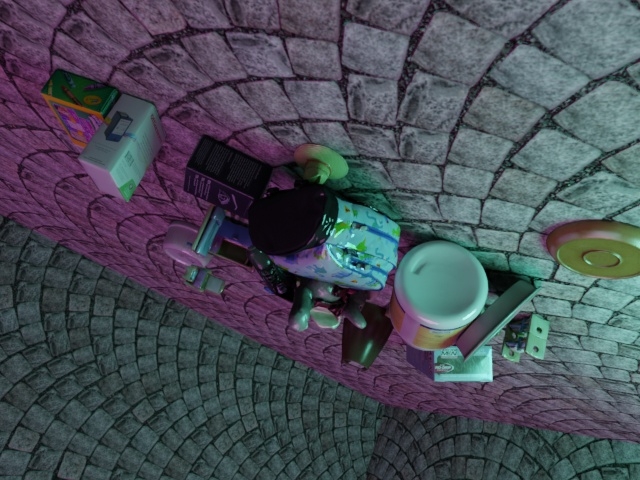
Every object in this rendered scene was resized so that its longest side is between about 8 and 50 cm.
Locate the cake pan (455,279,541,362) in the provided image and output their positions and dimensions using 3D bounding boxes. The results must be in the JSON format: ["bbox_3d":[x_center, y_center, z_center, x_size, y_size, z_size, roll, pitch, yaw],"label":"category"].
[{"bbox_3d":[0.477,0.214,1.388,0.054,0.293,0.293,46,165,22],"label":"cake pan"}]

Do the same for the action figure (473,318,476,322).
[{"bbox_3d":[0.411,0.275,1.668,0.280,0.091,0.139,29,141,46],"label":"action figure"}]

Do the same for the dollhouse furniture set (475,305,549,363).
[{"bbox_3d":[0.590,0.290,1.599,0.183,0.129,0.129,25,156,-9],"label":"dollhouse furniture set"}]

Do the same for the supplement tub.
[{"bbox_3d":[0.317,0.171,1.430,0.240,0.241,0.331,16,157,11],"label":"supplement tub"}]

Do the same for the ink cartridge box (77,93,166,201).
[{"bbox_3d":[-0.486,-0.230,1.270,0.093,0.213,0.154,22,158,5],"label":"ink cartridge box"}]

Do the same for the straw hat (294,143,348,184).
[{"bbox_3d":[-0.009,-0.161,1.210,0.144,0.061,0.144,18,156,8],"label":"straw hat"}]

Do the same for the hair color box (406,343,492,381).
[{"bbox_3d":[0.422,0.388,1.728,0.185,0.114,0.374,1,175,-3],"label":"hair color box"}]

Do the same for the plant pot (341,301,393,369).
[{"bbox_3d":[0.173,0.390,2.037,0.215,0.231,0.215,17,156,8],"label":"plant pot"}]

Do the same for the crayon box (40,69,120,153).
[{"bbox_3d":[-0.593,-0.308,1.353,0.165,0.081,0.278,19,156,4],"label":"crayon box"}]

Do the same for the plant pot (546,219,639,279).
[{"bbox_3d":[0.627,0.031,1.133,0.236,0.032,0.236,18,157,8],"label":"plant pot"}]

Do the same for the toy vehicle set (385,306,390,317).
[{"bbox_3d":[0.389,0.293,1.892,0.166,0.035,0.266,33,154,-27],"label":"toy vehicle set"}]

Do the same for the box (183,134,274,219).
[{"bbox_3d":[-0.245,-0.160,1.349,0.207,0.108,0.153,25,156,-10],"label":"box"}]

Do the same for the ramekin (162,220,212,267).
[{"bbox_3d":[-0.504,0.022,1.959,0.207,0.109,0.207,17,156,8],"label":"ramekin"}]

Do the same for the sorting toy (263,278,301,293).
[{"bbox_3d":[-0.082,0.198,2.072,0.196,0.047,0.347,32,155,-34],"label":"sorting toy"}]

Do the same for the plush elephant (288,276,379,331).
[{"bbox_3d":[0.056,0.182,1.639,0.255,0.272,0.330,41,-171,-22],"label":"plush elephant"}]

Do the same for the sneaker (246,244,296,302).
[{"bbox_3d":[-0.142,0.104,1.639,0.101,0.106,0.267,-32,134,8],"label":"sneaker"}]

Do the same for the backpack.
[{"bbox_3d":[0.040,-0.001,1.283,0.355,0.274,0.290,0,173,-45],"label":"backpack"}]

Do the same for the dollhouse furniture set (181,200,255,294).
[{"bbox_3d":[-0.294,0.030,1.577,0.198,0.287,0.303,22,168,-2],"label":"dollhouse furniture set"}]
